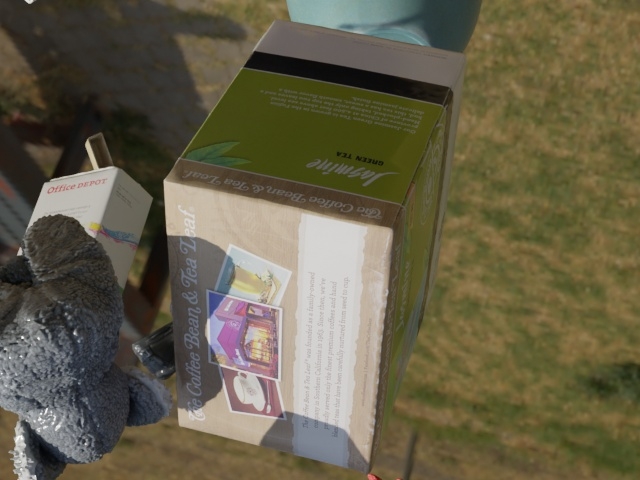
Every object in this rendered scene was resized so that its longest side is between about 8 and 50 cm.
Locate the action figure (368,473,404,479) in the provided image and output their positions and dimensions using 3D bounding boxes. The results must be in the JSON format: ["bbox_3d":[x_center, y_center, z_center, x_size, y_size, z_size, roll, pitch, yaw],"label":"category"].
[{"bbox_3d":[0.023,0.439,1.601,0.139,0.280,0.091,38,154,-33],"label":"action figure"}]

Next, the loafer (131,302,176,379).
[{"bbox_3d":[-0.183,0.109,1.723,0.078,0.223,0.076,46,144,-1],"label":"loafer"}]

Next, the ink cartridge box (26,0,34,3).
[{"bbox_3d":[-0.338,-0.411,1.434,0.172,0.237,0.100,39,127,-2],"label":"ink cartridge box"}]

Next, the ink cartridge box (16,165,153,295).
[{"bbox_3d":[-0.353,0.009,1.724,0.154,0.212,0.093,-8,146,31],"label":"ink cartridge box"}]

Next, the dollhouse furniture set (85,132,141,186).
[{"bbox_3d":[-0.342,-0.110,1.879,0.081,0.091,0.114,-5,109,40],"label":"dollhouse furniture set"}]

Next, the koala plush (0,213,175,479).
[{"bbox_3d":[-0.246,0.124,1.109,0.203,0.196,0.221,25,138,50],"label":"koala plush"}]

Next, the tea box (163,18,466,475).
[{"bbox_3d":[0.000,0.000,1.223,0.220,0.323,0.329,13,131,12],"label":"tea box"}]

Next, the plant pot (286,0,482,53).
[{"bbox_3d":[0.090,-0.308,1.661,0.290,0.195,0.290,1,139,1],"label":"plant pot"}]
